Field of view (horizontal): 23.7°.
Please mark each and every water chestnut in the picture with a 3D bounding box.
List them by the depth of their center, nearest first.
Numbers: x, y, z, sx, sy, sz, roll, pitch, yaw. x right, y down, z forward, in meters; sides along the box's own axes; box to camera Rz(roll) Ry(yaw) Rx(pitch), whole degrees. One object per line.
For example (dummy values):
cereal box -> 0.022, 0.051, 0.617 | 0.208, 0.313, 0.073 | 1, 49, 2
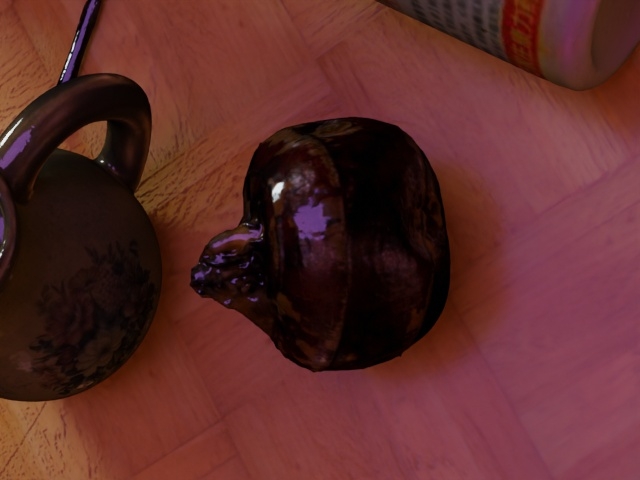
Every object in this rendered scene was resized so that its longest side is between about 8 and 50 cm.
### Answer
water chestnut -> 0.000, 0.000, 1.316 | 0.238, 0.224, 0.224 | -7, 79, -12

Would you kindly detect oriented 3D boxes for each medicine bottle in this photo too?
medicine bottle -> 0.108, -0.300, 1.317 | 0.388, 0.219, 0.219 | 30, 94, 23

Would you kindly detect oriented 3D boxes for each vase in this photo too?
vase -> -0.268, -0.013, 1.383 | 0.241, 0.302, 0.329 | 38, 96, 23

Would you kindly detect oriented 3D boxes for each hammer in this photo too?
hammer -> -0.252, -0.192, 1.555 | 0.065, 0.021, 0.178 | 19, 93, 23
